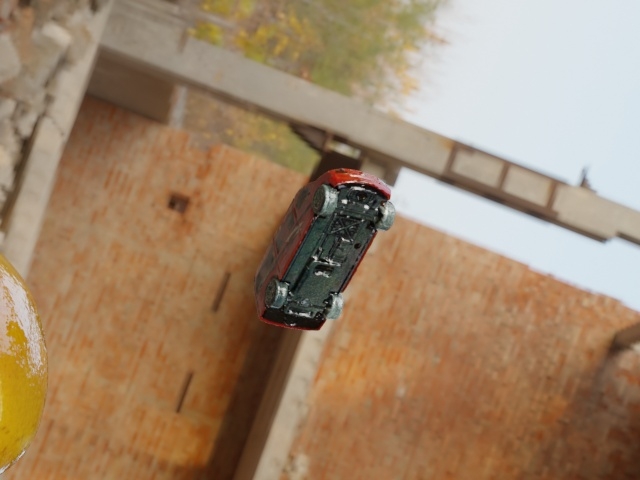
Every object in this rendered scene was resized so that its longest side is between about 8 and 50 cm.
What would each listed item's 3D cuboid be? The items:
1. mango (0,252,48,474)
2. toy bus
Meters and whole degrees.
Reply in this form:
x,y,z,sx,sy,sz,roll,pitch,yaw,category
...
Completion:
x,y,z,sx,sy,sz,roll,pitch,yaw,category
-0.279,0.074,0.945,0.138,0.187,0.257,-35,-164,2,mango
0.000,0.000,1.280,0.195,0.081,0.089,-62,-151,30,toy bus
